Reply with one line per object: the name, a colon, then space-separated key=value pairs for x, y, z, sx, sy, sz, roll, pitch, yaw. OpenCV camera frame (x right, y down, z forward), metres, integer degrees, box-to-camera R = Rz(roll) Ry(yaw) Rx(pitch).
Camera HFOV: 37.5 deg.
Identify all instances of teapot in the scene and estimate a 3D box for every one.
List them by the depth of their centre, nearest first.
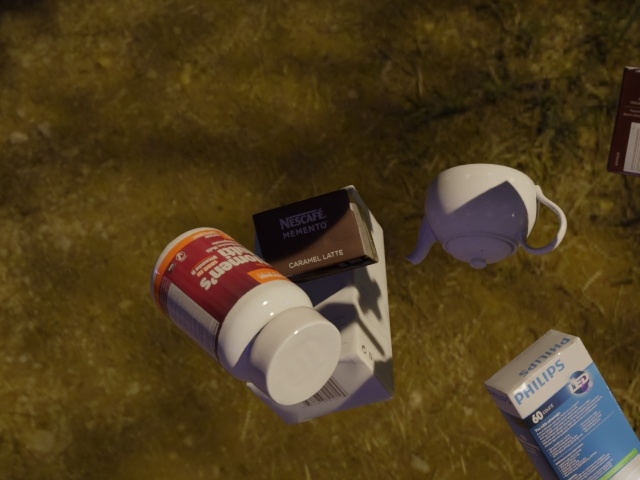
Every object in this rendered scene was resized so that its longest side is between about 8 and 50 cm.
teapot: x=0.337 y=-0.033 z=1.953 sx=0.252 sy=0.256 sz=0.187 roll=10 pitch=68 yaw=-14

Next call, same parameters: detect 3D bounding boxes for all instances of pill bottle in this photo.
pill bottle: x=-0.084 y=0.081 z=1.044 sx=0.121 sy=0.121 sz=0.221 roll=-41 pitch=47 yaw=-18

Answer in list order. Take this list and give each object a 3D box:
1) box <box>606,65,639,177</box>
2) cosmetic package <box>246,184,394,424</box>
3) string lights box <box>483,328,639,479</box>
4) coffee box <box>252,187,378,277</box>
box: x=0.569 y=-0.180 z=1.489 sx=0.168 sy=0.167 sz=0.203 roll=12 pitch=12 yaw=28
cosmetic package: x=0.000 y=0.109 z=1.682 sx=0.217 sy=0.156 sz=0.385 roll=-18 pitch=44 yaw=21
string lights box: x=0.356 y=0.270 z=1.322 sx=0.133 sy=0.259 sz=0.077 roll=-35 pitch=13 yaw=-12
coffee box: x=0.000 y=0.000 z=1.395 sx=0.141 sy=0.246 sz=0.098 roll=-16 pitch=84 yaw=6
